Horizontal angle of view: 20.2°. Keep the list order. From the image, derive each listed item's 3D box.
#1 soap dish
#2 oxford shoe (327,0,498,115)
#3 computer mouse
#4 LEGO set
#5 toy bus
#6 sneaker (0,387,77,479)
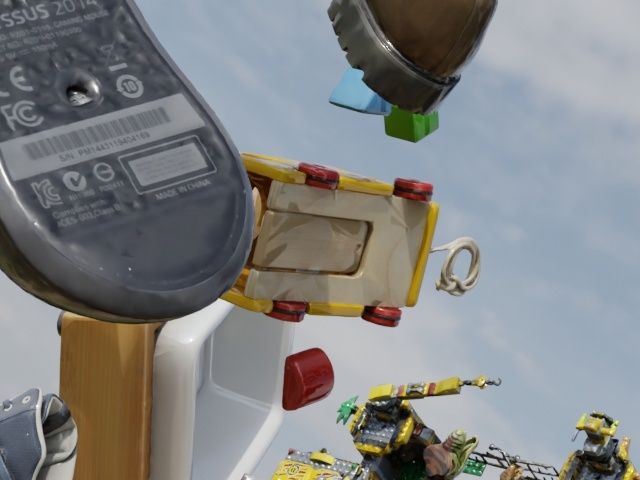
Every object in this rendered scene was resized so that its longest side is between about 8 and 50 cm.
[{"bbox_3d":[-0.112,0.104,1.435,0.118,0.291,0.229,11,-66,14],"label":"soap dish"},{"bbox_3d":[0.037,-0.177,0.943,0.083,0.096,0.227,6,45,-41],"label":"oxford shoe"},{"bbox_3d":[-0.122,-0.070,0.807,0.272,0.188,0.072,63,-35,21],"label":"computer mouse"},{"bbox_3d":[0.090,0.208,1.447,0.331,0.255,0.192,18,-27,42],"label":"LEGO set"},{"bbox_3d":[-0.006,-0.006,1.171,0.104,0.191,0.202,20,-37,39],"label":"toy bus"},{"bbox_3d":[-0.267,0.128,1.314,0.226,0.163,0.086,64,2,35],"label":"sneaker"}]
